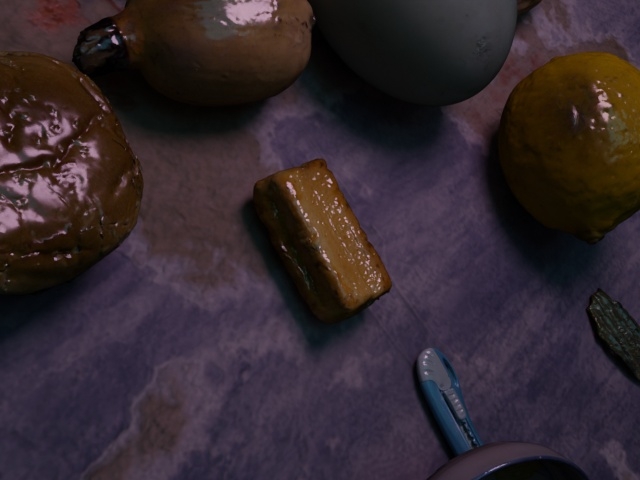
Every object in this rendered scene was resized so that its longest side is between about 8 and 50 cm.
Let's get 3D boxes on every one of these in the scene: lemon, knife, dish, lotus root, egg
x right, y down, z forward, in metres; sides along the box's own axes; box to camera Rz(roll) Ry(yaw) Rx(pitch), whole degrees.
[{"bbox_3d":[0.406,-0.146,1.073,0.253,0.253,0.310,4,70,-28],"label":"lemon"},{"bbox_3d":[0.190,0.248,0.934,0.064,0.031,0.222,-23,84,-37],"label":"knife"},{"bbox_3d":[0.177,0.336,0.832,0.273,0.134,0.273,-10,115,-21],"label":"dish"},{"bbox_3d":[-0.151,-0.255,0.860,0.310,0.183,0.183,-12,78,-26],"label":"lotus root"},{"bbox_3d":[0.116,-0.369,0.974,0.276,0.276,0.389,-45,107,-33],"label":"egg"}]

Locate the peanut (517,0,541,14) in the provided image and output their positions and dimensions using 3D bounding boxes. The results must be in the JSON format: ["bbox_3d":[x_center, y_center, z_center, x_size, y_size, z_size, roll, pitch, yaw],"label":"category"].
[{"bbox_3d":[0.288,-0.467,1.196,0.313,0.149,0.149,-3,73,-30],"label":"peanut"}]

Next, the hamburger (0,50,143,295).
[{"bbox_3d":[-0.322,-0.072,0.688,0.285,0.134,0.265,-28,91,-49],"label":"hamburger"}]

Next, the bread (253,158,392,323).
[{"bbox_3d":[0.000,0.000,0.890,0.114,0.083,0.211,-23,84,-38],"label":"bread"}]

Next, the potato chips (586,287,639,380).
[{"bbox_3d":[0.510,0.174,1.142,0.092,0.028,0.207,-39,91,-32],"label":"potato chips"}]
